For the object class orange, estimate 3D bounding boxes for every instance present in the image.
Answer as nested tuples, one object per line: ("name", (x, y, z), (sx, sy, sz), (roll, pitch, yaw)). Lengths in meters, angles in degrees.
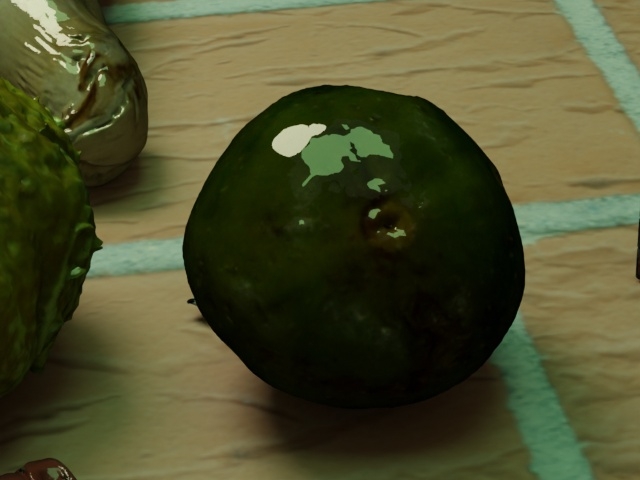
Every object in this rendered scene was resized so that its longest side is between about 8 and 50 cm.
("orange", (-0.272, -0.009, 1.109), (0.301, 0.223, 0.300), (-19, 40, -28))

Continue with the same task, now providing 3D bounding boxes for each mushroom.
("mushroom", (-0.207, -0.184, 1.457), (0.126, 0.177, 0.397), (-42, 28, 18))

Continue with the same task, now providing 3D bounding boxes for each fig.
("fig", (0.026, 0.008, 1.140), (0.195, 0.195, 0.245), (2, -5, 7))

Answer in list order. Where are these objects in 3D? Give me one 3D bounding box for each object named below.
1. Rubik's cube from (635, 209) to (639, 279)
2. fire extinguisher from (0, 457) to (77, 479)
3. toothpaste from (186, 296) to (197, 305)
("Rubik's cube", (0.261, -0.020, 1.222), (0.092, 0.092, 0.092), (20, 37, 31))
("fire extinguisher", (-0.228, 0.192, 0.891), (0.269, 0.105, 0.105), (-19, 35, -27))
("toothpaste", (0.000, 0.000, 1.261), (0.056, 0.036, 0.205), (22, 42, 31))
